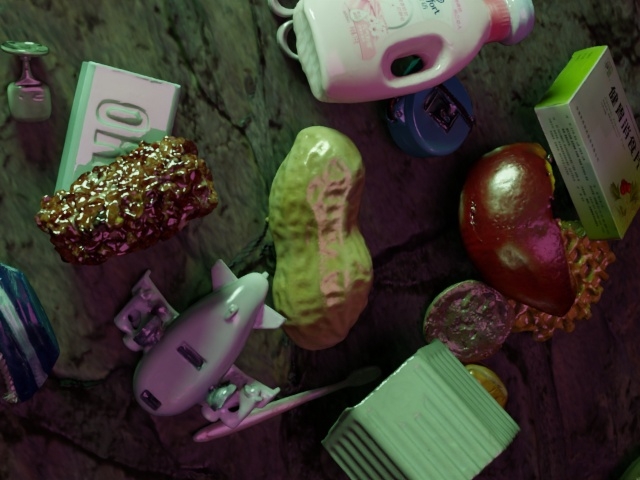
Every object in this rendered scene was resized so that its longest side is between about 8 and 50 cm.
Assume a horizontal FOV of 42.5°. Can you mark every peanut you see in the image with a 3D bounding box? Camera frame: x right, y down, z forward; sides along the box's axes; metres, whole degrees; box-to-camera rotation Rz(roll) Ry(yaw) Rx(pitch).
[{"bbox_3d":[0.000,0.000,1.136,0.149,0.149,0.314,-8,101,-23],"label":"peanut"}]

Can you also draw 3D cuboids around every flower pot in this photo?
[{"bbox_3d":[0.148,0.286,1.202,0.239,0.209,0.189,-40,74,-13],"label":"flower pot"}]

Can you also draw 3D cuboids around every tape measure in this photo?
[{"bbox_3d":[0.155,-0.185,1.192,0.146,0.081,0.125,41,68,-26],"label":"tape measure"}]

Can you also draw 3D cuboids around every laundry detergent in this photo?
[{"bbox_3d":[0.135,-0.282,1.114,0.335,0.088,0.159,-14,92,-20],"label":"laundry detergent"}]

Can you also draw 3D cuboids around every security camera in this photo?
[{"bbox_3d":[-0.350,-0.187,0.980,0.058,0.058,0.092,-2,116,-25],"label":"security camera"}]

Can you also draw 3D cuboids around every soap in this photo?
[{"bbox_3d":[-0.256,-0.112,1.027,0.119,0.066,0.198,11,98,-25],"label":"soap"}]

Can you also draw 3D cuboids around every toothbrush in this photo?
[{"bbox_3d":[-0.047,0.244,1.240,0.307,0.029,0.025,-17,98,-18],"label":"toothbrush"}]

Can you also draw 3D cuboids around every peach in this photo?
[{"bbox_3d":[0.287,-0.008,1.225,0.153,0.158,0.268,-11,89,17],"label":"peach"}]

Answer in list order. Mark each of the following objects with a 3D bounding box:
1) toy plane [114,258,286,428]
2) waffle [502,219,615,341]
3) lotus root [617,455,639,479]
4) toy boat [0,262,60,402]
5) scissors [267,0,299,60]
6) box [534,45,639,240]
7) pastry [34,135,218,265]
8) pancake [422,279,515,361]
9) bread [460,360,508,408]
[{"bbox_3d":[-0.156,0.136,1.101,0.244,0.117,0.245,1,101,6],"label":"toy plane"},{"bbox_3d":[0.384,0.045,1.374,0.253,0.056,0.249,-16,109,-19],"label":"waffle"},{"bbox_3d":[0.624,0.460,1.571,0.077,0.090,0.183,42,80,14],"label":"lotus root"},{"bbox_3d":[-0.482,0.135,1.001,0.290,0.067,0.221,-21,110,-7],"label":"toy boat"},{"bbox_3d":[0.046,-0.333,1.134,0.242,0.030,0.118,-21,111,-15],"label":"scissors"},{"bbox_3d":[0.444,-0.152,1.314,0.175,0.062,0.261,-49,120,-34],"label":"box"},{"bbox_3d":[-0.222,-0.042,0.966,0.208,0.115,0.097,-31,127,-18],"label":"pastry"},{"bbox_3d":[0.238,0.134,1.322,0.151,0.025,0.152,-2,109,-6],"label":"pancake"},{"bbox_3d":[0.231,0.296,1.359,0.116,0.077,0.200,40,84,-20],"label":"bread"}]
